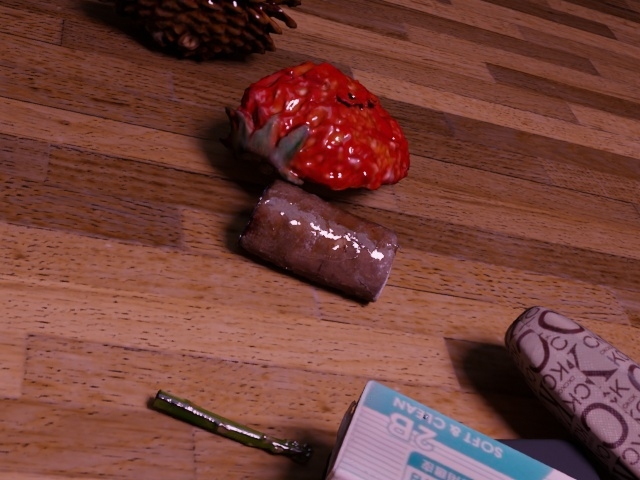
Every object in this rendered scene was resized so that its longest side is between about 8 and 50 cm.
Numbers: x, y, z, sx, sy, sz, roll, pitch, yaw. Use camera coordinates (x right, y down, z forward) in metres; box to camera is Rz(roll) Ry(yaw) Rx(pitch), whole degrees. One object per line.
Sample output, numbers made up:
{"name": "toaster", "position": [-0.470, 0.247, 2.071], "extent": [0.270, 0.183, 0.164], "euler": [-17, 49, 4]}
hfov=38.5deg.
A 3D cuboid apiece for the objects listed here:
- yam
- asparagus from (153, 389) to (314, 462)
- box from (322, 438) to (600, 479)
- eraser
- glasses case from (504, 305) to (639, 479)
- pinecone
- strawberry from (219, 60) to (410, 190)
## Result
{"name": "yam", "position": [0.000, -0.001, 0.849], "extent": [0.141, 0.079, 0.079], "euler": [24, 35, -4]}
{"name": "asparagus", "position": [-0.064, 0.140, 0.683], "extent": [0.127, 0.018, 0.015], "euler": [23, -4, -8]}
{"name": "box", "position": [0.123, 0.216, 0.668], "extent": [0.230, 0.050, 0.160], "euler": [6, 40, -24]}
{"name": "eraser", "position": [0.112, 0.183, 0.615], "extent": [0.225, 0.052, 0.095], "euler": [26, 35, 2]}
{"name": "glasses case", "position": [0.291, 0.185, 0.741], "extent": [0.354, 0.085, 0.137], "euler": [44, 1, 24]}
{"name": "pinecone", "position": [-0.125, -0.358, 1.059], "extent": [0.246, 0.292, 0.246], "euler": [7, -2, 0]}
{"name": "strawberry", "position": [0.015, -0.127, 0.948], "extent": [0.190, 0.111, 0.236], "euler": [21, 17, 33]}
